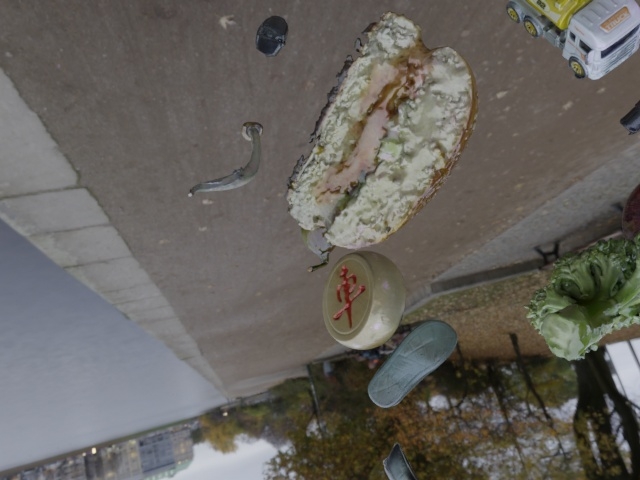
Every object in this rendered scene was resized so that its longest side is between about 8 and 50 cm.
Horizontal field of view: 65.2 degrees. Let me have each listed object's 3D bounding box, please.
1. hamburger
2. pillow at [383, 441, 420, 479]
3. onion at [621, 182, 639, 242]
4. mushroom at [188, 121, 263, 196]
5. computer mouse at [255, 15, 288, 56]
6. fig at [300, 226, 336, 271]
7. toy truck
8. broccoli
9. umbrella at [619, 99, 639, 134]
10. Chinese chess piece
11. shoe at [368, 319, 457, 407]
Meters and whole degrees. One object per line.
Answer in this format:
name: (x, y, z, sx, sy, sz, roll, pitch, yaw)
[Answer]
hamburger: (0.149, -0.199, 1.027, 0.287, 0.268, 0.445, -33, 153, -60)
pillow: (0.186, 0.528, 1.109, 0.055, 0.136, 0.091, -24, 137, -14)
onion: (0.856, -0.057, 1.197, 0.246, 0.246, 0.190, -26, 151, 32)
mushroom: (-0.140, -0.134, 0.850, 0.068, 0.306, 0.043, 4, 124, 6)
computer mouse: (-0.137, -0.558, 1.363, 0.062, 0.192, 0.106, 23, 105, -26)
fig: (0.011, -0.010, 1.639, 0.142, 0.186, 0.148, -24, 173, 20)
toy truck: (0.365, -0.352, 0.743, 0.098, 0.227, 0.114, -38, 157, 9)
broccoli: (0.603, 0.171, 1.157, 0.397, 0.275, 0.353, -42, 140, -25)
umbrella: (0.890, -0.395, 1.236, 0.326, 0.090, 0.094, -48, 175, 28)
Chinese chess piece: (0.102, 0.148, 1.262, 0.097, 0.251, 0.251, 13, 151, -30)
shoe: (0.166, 0.226, 0.926, 0.195, 0.079, 0.078, -45, 169, -6)
